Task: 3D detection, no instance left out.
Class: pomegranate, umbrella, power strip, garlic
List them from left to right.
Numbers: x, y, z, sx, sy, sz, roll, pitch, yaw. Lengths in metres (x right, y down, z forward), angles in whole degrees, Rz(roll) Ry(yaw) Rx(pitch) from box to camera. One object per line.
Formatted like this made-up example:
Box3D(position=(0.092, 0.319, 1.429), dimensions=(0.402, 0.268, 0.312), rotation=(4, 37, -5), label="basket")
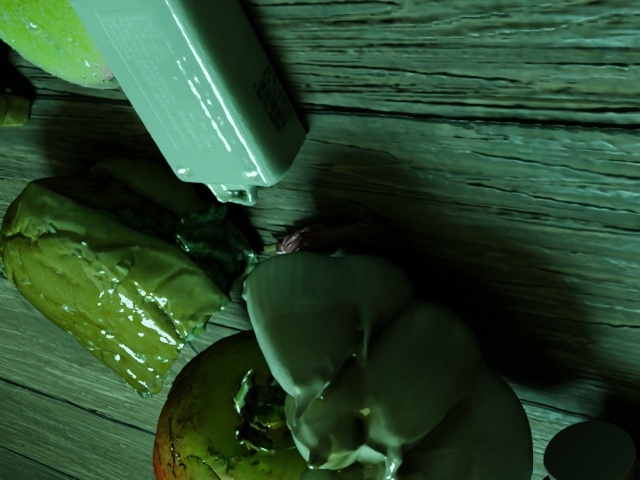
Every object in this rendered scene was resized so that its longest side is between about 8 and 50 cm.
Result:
Box3D(position=(-0.110, -0.158, 0.815), dimensions=(0.098, 0.058, 0.338), rotation=(5, 140, 34), label="power strip")
Box3D(position=(-0.045, 0.178, 1.126), dimensions=(0.210, 0.210, 0.235), rotation=(35, 152, 6), label="pomegranate")
Box3D(position=(0.000, 0.000, 0.983), dimensions=(0.165, 0.025, 0.027), rotation=(-13, 102, 55), label="umbrella")
Box3D(position=(0.058, 0.136, 0.918), dimensions=(0.203, 0.184, 0.281), rotation=(-55, -48, -80), label="garlic")

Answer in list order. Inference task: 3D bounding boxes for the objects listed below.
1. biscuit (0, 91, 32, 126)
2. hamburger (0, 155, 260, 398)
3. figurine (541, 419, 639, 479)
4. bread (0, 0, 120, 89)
Box3D(position=(-0.372, -0.114, 1.088), dimensions=(0.212, 0.238, 0.041), rotation=(-161, 69, -73), label="biscuit")
Box3D(position=(-0.188, 0.022, 1.134), dimensions=(0.211, 0.132, 0.309), rotation=(39, 155, -7), label="hamburger")
Box3D(position=(0.237, 0.259, 0.947), dimensions=(0.275, 0.161, 0.158), rotation=(51, -171, -15), label="figurine")
Box3D(position=(-0.218, -0.197, 0.929), dimensions=(0.228, 0.033, 0.228), rotation=(28, 153, 16), label="bread")
